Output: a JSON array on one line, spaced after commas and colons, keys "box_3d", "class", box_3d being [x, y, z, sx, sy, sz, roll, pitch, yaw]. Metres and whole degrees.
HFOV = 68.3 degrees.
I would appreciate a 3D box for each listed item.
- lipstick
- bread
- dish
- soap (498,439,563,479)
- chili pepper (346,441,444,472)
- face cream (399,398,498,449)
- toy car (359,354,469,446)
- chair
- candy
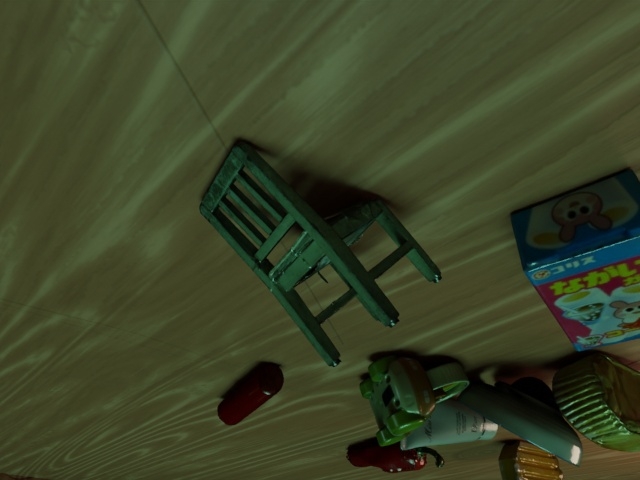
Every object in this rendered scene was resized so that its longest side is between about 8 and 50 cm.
[{"box_3d": [-0.169, 0.368, 1.111, 0.073, 0.073, 0.279, 18, 139, -22], "class": "lipstick"}, {"box_3d": [0.620, 0.349, 1.005, 0.250, 0.179, 0.133, 19, 134, -20], "class": "bread"}, {"box_3d": [0.463, 0.373, 1.068, 0.273, 0.133, 0.273, 26, 171, 4], "class": "dish"}, {"box_3d": [0.690, 0.744, 1.550, 0.232, 0.140, 0.073, 21, 138, -26], "class": "soap"}, {"box_3d": [0.223, 0.683, 1.504, 0.388, 0.110, 0.110, -26, 136, 37], "class": "chili pepper"}, {"box_3d": [0.318, 0.458, 1.199, 0.315, 0.143, 0.089, 15, 157, -28], "class": "face cream"}, {"box_3d": [0.216, 0.337, 1.037, 0.235, 0.145, 0.235, -14, 147, -9], "class": "toy car"}, {"box_3d": [0.000, 0.000, 0.601, 0.270, 0.147, 0.136, 49, 132, 8], "class": "chair"}, {"box_3d": [0.400, 0.048, 0.673, 0.157, 0.100, 0.306, -23, 138, 28], "class": "candy"}]
